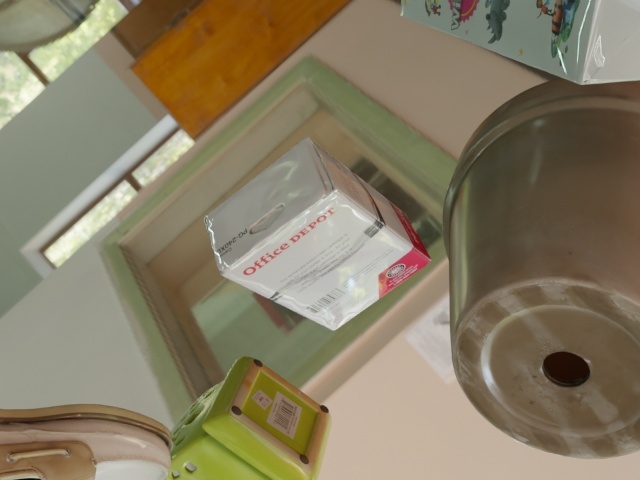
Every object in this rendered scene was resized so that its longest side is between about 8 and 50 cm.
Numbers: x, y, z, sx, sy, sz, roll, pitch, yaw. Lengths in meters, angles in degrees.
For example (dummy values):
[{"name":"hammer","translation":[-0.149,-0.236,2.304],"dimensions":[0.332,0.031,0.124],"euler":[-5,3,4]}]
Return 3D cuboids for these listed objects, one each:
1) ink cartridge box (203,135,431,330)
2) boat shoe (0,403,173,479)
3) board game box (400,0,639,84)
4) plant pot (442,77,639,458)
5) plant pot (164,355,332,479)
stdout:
[{"name":"ink cartridge box","translation":[0.000,0.000,0.594],"dimensions":[0.150,0.109,0.063],"euler":[33,-153,-48]},{"name":"boat shoe","translation":[-0.259,0.209,0.665],"dimensions":[0.302,0.113,0.103],"euler":[18,-144,-42]},{"name":"board game box","translation":[0.221,-0.205,0.593],"dimensions":[0.303,0.224,0.098],"euler":[-127,34,-62]},{"name":"plant pot","translation":[0.250,0.038,0.718],"dimensions":[0.323,0.323,0.280],"euler":[48,-143,-8]},{"name":"plant pot","translation":[-0.114,0.333,1.184],"dimensions":[0.227,0.207,0.228],"euler":[37,-157,-5]}]
